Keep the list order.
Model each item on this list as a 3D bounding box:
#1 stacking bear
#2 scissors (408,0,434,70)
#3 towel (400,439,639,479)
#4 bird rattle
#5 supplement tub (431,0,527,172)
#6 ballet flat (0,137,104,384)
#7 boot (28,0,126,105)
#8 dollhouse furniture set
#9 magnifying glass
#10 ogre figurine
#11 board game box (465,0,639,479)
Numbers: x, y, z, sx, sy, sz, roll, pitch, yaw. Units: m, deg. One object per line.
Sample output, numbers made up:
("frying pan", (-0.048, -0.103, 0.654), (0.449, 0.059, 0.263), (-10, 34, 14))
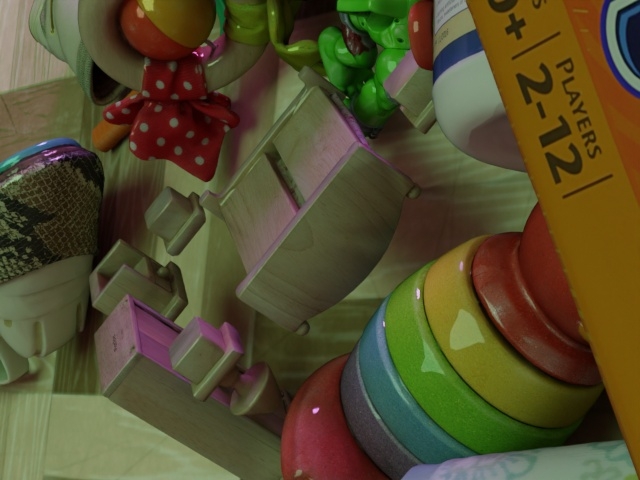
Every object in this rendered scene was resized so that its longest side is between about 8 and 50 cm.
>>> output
("stacking bear", (0.126, 0.067, 1.107), (0.289, 0.175, 0.164), (-46, 28, 35))
("scissors", (0.098, -0.194, 1.188), (0.021, 0.297, 0.109), (-6, 105, 17))
("towel", (0.198, 0.298, 0.948), (0.321, 0.090, 0.374), (-11, 82, 36))
("bird rattle", (-0.113, -0.180, 1.451), (0.253, 0.207, 0.143), (-29, 41, 34))
("supplement tub", (0.184, -0.213, 1.048), (0.228, 0.228, 0.316), (-13, 71, 49))
("ballet flat", (-0.329, 0.052, 1.714), (0.483, 0.164, 0.182), (-27, 82, 52))
("boot", (-0.214, -0.258, 1.684), (0.165, 0.077, 0.213), (49, 124, 46))
("dollhouse furniture set", (0.000, 0.000, 1.315), (0.355, 0.174, 0.303), (-50, 23, 11))
("magnifying glass", (-0.149, -0.153, 1.621), (0.231, 0.026, 0.092), (-36, 55, 39))
("ogre figurine", (0.048, -0.175, 1.320), (0.118, 0.097, 0.197), (12, 79, 64))
("board game box", (0.315, -0.110, 0.679), (0.356, 0.357, 0.356), (-27, 80, 46))
